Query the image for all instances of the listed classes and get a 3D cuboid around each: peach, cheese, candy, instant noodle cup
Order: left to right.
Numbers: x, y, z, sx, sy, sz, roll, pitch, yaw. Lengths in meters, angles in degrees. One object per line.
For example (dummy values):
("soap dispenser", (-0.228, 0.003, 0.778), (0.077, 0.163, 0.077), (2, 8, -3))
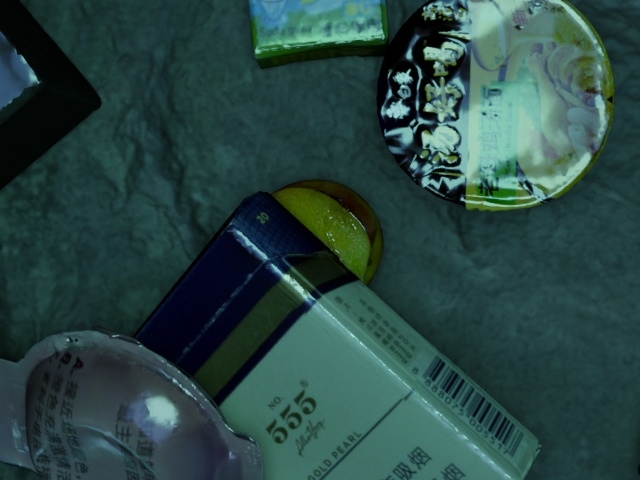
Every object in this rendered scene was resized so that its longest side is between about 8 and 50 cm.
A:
("cheese", (-0.164, 0.130, 1.006), (0.286, 0.074, 0.189), (10, 122, 25))
("candy", (-0.008, -0.222, 1.028), (0.097, 0.062, 0.194), (-5, 90, 4))
("peach", (0.001, 0.001, 1.035), (0.098, 0.061, 0.098), (9, 111, 24))
("instant noodle cup", (0.114, -0.095, 0.995), (0.151, 0.122, 0.151), (0, 94, 3))

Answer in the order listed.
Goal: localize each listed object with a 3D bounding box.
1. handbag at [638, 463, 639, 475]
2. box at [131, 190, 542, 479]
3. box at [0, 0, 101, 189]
("handbag", (0.372, 0.065, 0.979), (0.288, 0.152, 0.342), (9, 89, 13))
("box", (0.000, 0.111, 1.005), (0.259, 0.071, 0.168), (44, 122, 2))
("box", (-0.360, -0.084, 0.982), (0.345, 0.204, 0.251), (-39, 90, 4))
